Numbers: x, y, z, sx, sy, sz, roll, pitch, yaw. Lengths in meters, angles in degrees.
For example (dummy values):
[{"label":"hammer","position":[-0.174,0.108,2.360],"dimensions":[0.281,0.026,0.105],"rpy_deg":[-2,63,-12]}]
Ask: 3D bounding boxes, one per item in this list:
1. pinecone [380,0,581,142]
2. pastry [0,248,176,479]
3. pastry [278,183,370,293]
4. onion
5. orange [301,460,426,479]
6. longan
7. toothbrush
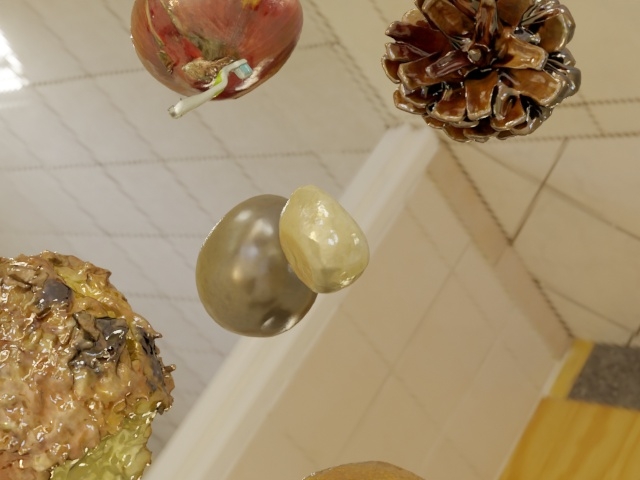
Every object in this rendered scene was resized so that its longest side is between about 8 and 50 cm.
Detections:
[{"label":"pinecone","position":[0.176,-0.209,1.369],"dimensions":[0.229,0.202,0.201],"rpy_deg":[21,-178,37]},{"label":"pastry","position":[-0.350,0.192,1.414],"dimensions":[0.337,0.292,0.405],"rpy_deg":[38,117,24]},{"label":"pastry","position":[0.000,0.000,1.712],"dimensions":[0.156,0.092,0.156],"rpy_deg":[48,156,30]},{"label":"onion","position":[-0.145,-0.289,1.732],"dimensions":[0.248,0.161,0.248],"rpy_deg":[-12,163,-4]},{"label":"orange","position":[0.097,0.532,2.067],"dimensions":[0.357,0.322,0.322],"rpy_deg":[39,157,24]},{"label":"longan","position":[-0.105,0.042,2.113],"dimensions":[0.248,0.248,0.248],"rpy_deg":[27,153,15]},{"label":"toothbrush","position":[-0.125,-0.177,1.420],"dimensions":[0.022,0.263,0.026],"rpy_deg":[-38,95,23]}]
